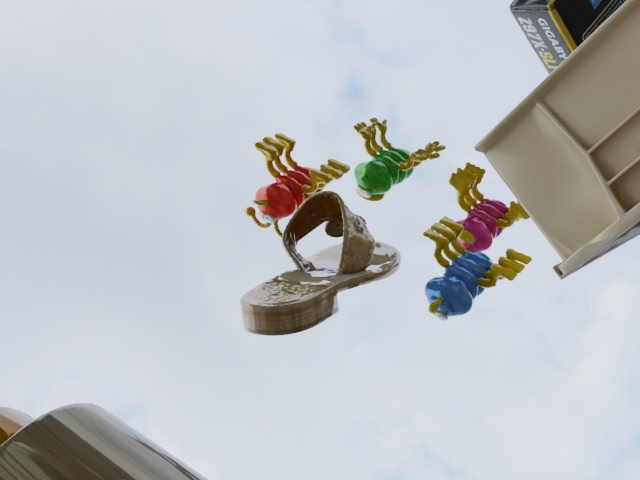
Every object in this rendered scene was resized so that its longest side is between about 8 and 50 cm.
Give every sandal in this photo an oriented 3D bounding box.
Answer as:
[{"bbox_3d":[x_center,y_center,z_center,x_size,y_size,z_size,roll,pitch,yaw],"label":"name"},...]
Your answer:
[{"bbox_3d":[0.006,0.000,0.721,0.088,0.240,0.079,2,-74,23],"label":"sandal"}]

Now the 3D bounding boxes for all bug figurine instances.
[{"bbox_3d":[0.077,-0.025,0.825,0.216,0.279,0.072,-31,-39,-44],"label":"bug figurine"}]

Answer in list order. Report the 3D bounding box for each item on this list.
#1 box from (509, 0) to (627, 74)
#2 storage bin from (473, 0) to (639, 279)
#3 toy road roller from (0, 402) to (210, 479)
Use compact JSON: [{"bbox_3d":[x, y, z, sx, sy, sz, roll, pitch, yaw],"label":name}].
[{"bbox_3d":[0.408,-0.305,1.099,0.322,0.079,0.257,-50,-60,-12],"label":"box"},{"bbox_3d":[0.295,-0.116,0.684,0.262,0.123,0.260,-16,-23,-52],"label":"storage bin"},{"bbox_3d":[-0.162,0.218,0.329,0.330,0.202,0.240,-57,-24,-14],"label":"toy road roller"}]
